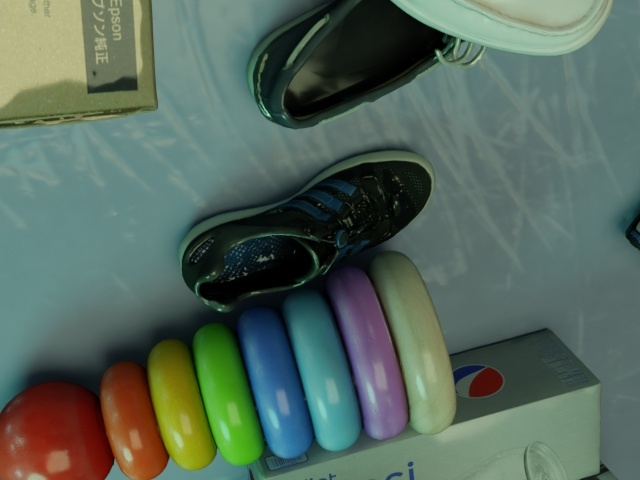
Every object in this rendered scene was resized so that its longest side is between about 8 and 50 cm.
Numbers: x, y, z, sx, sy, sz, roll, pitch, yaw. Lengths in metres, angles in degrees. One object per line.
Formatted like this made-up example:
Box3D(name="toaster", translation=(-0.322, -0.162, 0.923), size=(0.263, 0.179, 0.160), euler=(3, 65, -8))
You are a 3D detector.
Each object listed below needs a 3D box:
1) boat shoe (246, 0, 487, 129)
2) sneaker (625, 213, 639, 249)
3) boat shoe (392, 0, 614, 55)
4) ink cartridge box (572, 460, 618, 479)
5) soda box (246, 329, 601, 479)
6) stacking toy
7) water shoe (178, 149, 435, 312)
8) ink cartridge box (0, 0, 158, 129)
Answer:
Box3D(name="boat shoe", translation=(0.066, -0.158, 0.699), size=(0.254, 0.079, 0.095), euler=(-29, 117, -5))
Box3D(name="sneaker", translation=(0.295, -0.047, 0.831), size=(0.121, 0.079, 0.217), euler=(-32, 121, -3))
Box3D(name="boat shoe", translation=(0.052, -0.199, 0.602), size=(0.277, 0.096, 0.098), euler=(30, 90, -1))
Box3D(name="ink cartridge box", translation=(0.233, 0.242, 0.904), size=(0.063, 0.150, 0.109), euler=(-28, 120, -4))
Box3D(name="soda box", translation=(0.084, 0.167, 0.852), size=(0.286, 0.091, 0.098), euler=(-13, 118, -13))
Box3D(name="stacking toy", translation=(-0.075, 0.114, 0.763), size=(0.330, 0.141, 0.141), euler=(-15, 118, -4))
Box3D(name="water shoe", translation=(0.000, 0.000, 0.750), size=(0.203, 0.080, 0.073), euler=(-23, 120, -8))
Box3D(name="ink cartridge box", translation=(-0.142, -0.185, 0.524), size=(0.088, 0.235, 0.193), euler=(-7, 117, -15))
